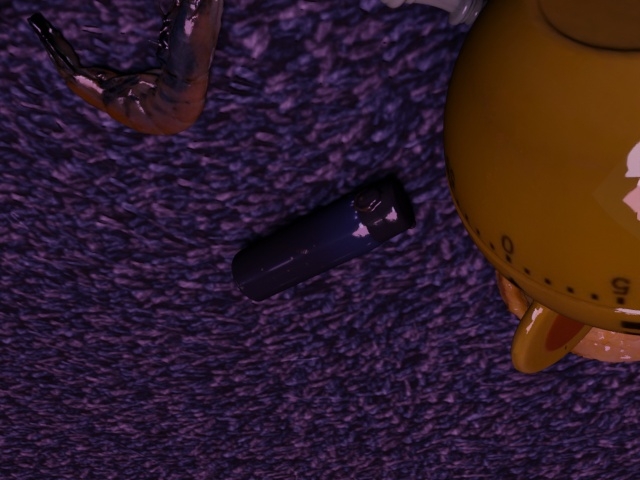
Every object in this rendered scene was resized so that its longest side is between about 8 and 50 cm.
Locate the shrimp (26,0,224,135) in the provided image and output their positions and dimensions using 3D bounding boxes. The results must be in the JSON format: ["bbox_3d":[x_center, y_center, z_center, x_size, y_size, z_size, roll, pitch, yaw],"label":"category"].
[{"bbox_3d":[-0.197,-0.219,0.772,0.198,0.051,0.262,19,136,-8],"label":"shrimp"}]

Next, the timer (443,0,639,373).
[{"bbox_3d":[0.285,-0.068,0.646,0.375,0.376,0.387,-9,144,18],"label":"timer"}]

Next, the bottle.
[{"bbox_3d":[0.000,0.000,0.932,0.244,0.072,0.082,-25,143,28],"label":"bottle"}]

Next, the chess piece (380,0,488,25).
[{"bbox_3d":[0.127,-0.222,0.717,0.149,0.059,0.059,20,134,-18],"label":"chess piece"}]

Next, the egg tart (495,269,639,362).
[{"bbox_3d":[0.348,0.057,0.906,0.288,0.118,0.288,3,137,3],"label":"egg tart"}]
